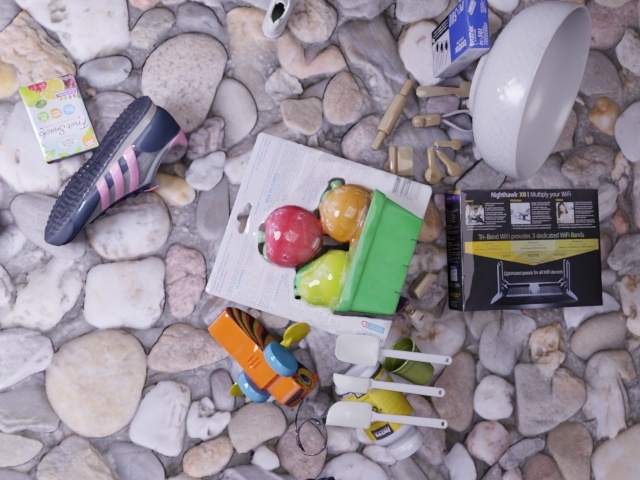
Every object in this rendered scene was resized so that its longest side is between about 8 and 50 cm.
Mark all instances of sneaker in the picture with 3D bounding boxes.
[{"bbox_3d":[-0.068,-0.470,1.376,0.053,0.061,0.152,19,83,-8],"label":"sneaker"},{"bbox_3d":[-0.365,-0.101,1.285,0.319,0.112,0.131,-50,129,2],"label":"sneaker"}]

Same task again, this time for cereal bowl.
[{"bbox_3d":[0.385,-0.294,1.357,0.141,0.339,0.339,26,82,27],"label":"cereal bowl"}]

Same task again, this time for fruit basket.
[{"bbox_3d":[0.000,0.000,1.348,0.353,0.165,0.327,17,84,5],"label":"fruit basket"}]

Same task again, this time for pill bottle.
[{"bbox_3d":[0.118,0.326,1.362,0.103,0.103,0.184,-37,95,-10],"label":"pill bottle"}]

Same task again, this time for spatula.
[{"bbox_3d":[0.134,0.267,1.310,0.242,0.019,0.168,9,80,-16],"label":"spatula"}]

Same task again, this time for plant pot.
[{"bbox_3d":[0.180,0.246,1.396,0.079,0.083,0.083,41,81,-19],"label":"plant pot"}]

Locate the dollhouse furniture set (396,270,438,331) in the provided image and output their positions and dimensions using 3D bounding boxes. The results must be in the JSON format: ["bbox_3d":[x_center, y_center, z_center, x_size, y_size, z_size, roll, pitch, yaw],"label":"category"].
[{"bbox_3d":[0.216,0.127,1.409,0.081,0.091,0.114,45,77,-22],"label":"dollhouse furniture set"}]

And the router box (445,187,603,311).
[{"bbox_3d":[0.414,0.017,1.445,0.308,0.081,0.243,-1,88,-11],"label":"router box"}]

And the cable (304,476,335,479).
[{"bbox_3d":[-0.009,0.544,1.358,0.150,0.047,0.185,29,82,-9],"label":"cable"}]

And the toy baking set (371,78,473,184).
[{"bbox_3d":[0.221,-0.232,1.445,0.196,0.030,0.256,25,84,-12],"label":"toy baking set"}]

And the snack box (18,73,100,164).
[{"bbox_3d":[-0.476,-0.222,1.296,0.100,0.037,0.141,-20,92,-11],"label":"snack box"}]

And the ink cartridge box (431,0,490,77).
[{"bbox_3d":[0.266,-0.386,1.364,0.046,0.207,0.097,-3,88,-8],"label":"ink cartridge box"}]

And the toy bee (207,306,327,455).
[{"bbox_3d":[-0.082,0.254,1.321,0.195,0.162,0.298,-24,79,19],"label":"toy bee"}]
